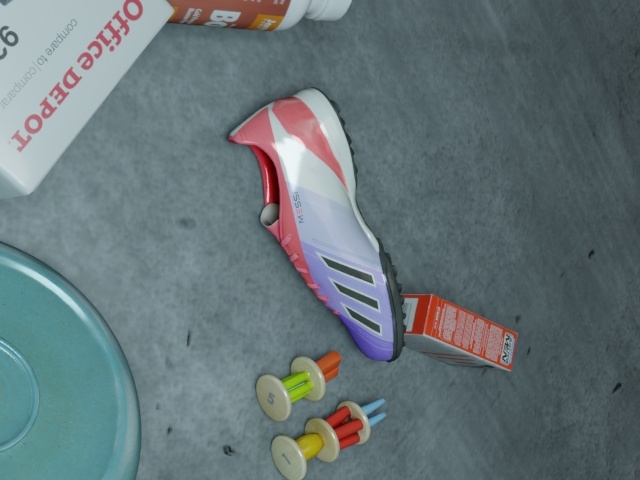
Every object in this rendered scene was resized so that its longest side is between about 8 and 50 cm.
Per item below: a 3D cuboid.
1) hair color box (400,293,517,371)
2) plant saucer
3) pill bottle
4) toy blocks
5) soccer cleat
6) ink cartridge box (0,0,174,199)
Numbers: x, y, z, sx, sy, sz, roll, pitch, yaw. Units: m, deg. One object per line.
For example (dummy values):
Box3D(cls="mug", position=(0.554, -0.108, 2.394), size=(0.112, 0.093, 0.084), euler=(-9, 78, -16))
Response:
Box3D(cls="hair color box", position=(0.149, 0.111, 1.186), size=(0.167, 0.093, 0.053), euler=(26, 71, -39))
Box3D(cls="plant saucer", position=(-0.271, 0.122, 0.753), size=(0.317, 0.043, 0.318), euler=(23, 49, -29))
Box3D(cls="pill bottle", position=(-0.080, -0.265, 0.945), size=(0.216, 0.121, 0.121), euler=(-1, 88, -25))
Box3D(cls="toy blocks", position=(0.009, 0.178, 1.082), size=(0.148, 0.054, 0.123), euler=(-21, 102, -40))
Box3D(cls="soccer cleat", position=(0.000, 0.000, 1.066), size=(0.116, 0.108, 0.318), euler=(-25, 107, -19))
Box3D(cls="ink cartridge box", position=(-0.301, -0.210, 0.774), size=(0.307, 0.129, 0.223), euler=(48, 59, -30))
